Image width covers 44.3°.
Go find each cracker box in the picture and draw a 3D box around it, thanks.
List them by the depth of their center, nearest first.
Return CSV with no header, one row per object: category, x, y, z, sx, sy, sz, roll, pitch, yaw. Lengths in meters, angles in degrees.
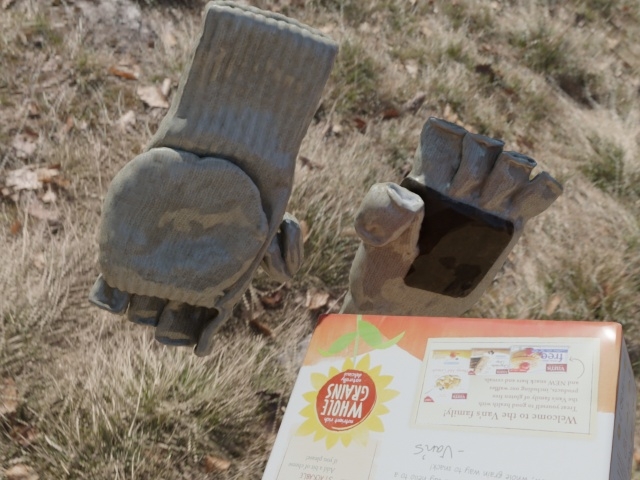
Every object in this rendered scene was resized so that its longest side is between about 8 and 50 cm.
cracker box,0.044,0.146,0.340,0.156,0.067,0.232,-1,51,30

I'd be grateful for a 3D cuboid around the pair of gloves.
pair of gloves,0.000,0.000,0.451,0.240,0.204,0.042,23,22,-25
